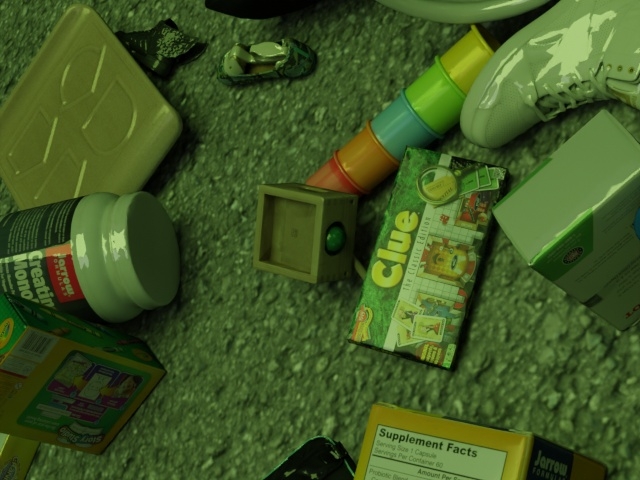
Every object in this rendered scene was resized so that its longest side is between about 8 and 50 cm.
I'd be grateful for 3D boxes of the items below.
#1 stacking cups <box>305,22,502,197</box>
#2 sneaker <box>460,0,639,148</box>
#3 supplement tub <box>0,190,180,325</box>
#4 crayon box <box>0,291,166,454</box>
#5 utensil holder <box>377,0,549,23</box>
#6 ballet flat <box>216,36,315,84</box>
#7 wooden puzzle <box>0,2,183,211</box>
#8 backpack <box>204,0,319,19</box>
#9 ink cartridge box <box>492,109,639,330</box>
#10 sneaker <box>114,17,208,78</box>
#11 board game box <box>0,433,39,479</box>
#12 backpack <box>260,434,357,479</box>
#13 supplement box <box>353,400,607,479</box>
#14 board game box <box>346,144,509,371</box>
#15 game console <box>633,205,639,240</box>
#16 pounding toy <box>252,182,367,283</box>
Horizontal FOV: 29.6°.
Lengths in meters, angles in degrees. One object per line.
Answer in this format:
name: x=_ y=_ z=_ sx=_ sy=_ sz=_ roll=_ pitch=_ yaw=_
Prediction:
stacking cups: x=0.112 y=-0.143 z=1.570 sx=0.316 sy=0.096 sz=0.096 roll=-41 pitch=52 yaw=18
sneaker: x=0.308 y=-0.189 z=1.430 sx=0.292 sy=0.108 sz=0.169 roll=-45 pitch=48 yaw=12
supplement tub: x=-0.362 y=0.037 z=1.762 sx=0.272 sy=0.191 sz=0.191 roll=-12 pitch=64 yaw=18
crayon box: x=-0.366 y=0.190 z=1.667 sx=0.165 sy=0.278 sz=0.081 roll=-51 pitch=52 yaw=8
utensil holder: x=0.175 y=-0.514 z=1.491 sx=0.328 sy=0.327 sz=0.385 roll=-22 pitch=46 yaw=29
ballet flat: x=-0.095 y=-0.272 z=1.798 sx=0.188 sy=0.070 sz=0.070 roll=-3 pitch=70 yaw=36
wooden puzzle: x=-0.378 y=-0.164 z=1.949 sx=0.322 sy=0.080 sz=0.348 roll=-53 pitch=54 yaw=16
backpack: x=-0.022 y=-0.523 z=1.743 sx=0.290 sy=0.273 sz=0.355 roll=-20 pitch=75 yaw=46
ink cartridge box: x=0.310 y=-0.014 z=1.282 sx=0.160 sy=0.219 sz=0.092 roll=-42 pitch=48 yaw=15
sneaker: x=-0.262 y=-0.322 z=1.957 sx=0.170 sy=0.051 sz=0.089 roll=39 pitch=96 yaw=36
board game box: x=-0.540 y=0.296 z=1.896 sx=0.242 sy=0.064 sz=0.316 roll=18 pitch=83 yaw=40
backpack: x=-0.016 y=0.347 z=1.418 sx=0.188 sy=0.144 sz=0.166 roll=-33 pitch=53 yaw=-6
supplement box: x=0.139 y=0.372 z=1.264 sx=0.194 sy=0.195 sz=0.356 roll=7 pitch=76 yaw=39
board game box: x=0.133 y=0.019 z=1.495 sx=0.136 sy=0.030 sz=0.259 roll=13 pitch=79 yaw=19
game console: x=0.477 y=-0.059 z=1.107 sx=0.250 sy=0.173 sz=0.293 roll=45 pitch=132 yaw=30
pounding toy: x=0.000 y=0.000 z=1.558 sx=0.141 sy=0.100 sz=0.130 roll=13 pitch=103 yaw=38
